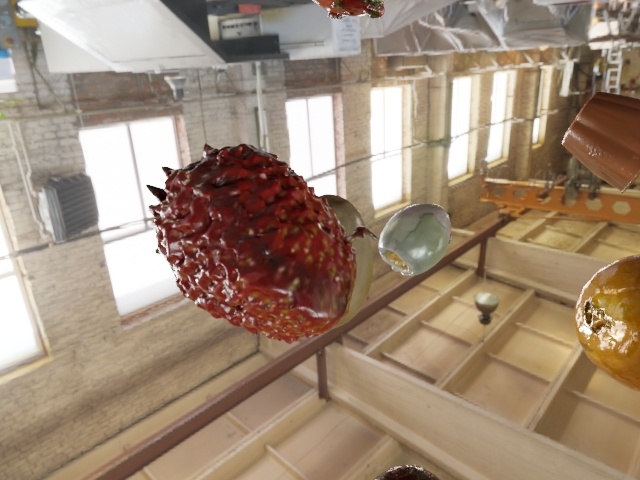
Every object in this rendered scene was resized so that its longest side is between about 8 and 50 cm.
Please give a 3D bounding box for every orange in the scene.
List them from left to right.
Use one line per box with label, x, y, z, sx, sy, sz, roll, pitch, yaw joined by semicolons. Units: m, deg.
orange;0.738;0.184;1.071;0.312;0.312;0.312;-3;-160;1

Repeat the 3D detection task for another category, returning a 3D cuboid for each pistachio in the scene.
pistachio;0.012;0.040;0.959;0.212;0.261;0.163;30;169;-14

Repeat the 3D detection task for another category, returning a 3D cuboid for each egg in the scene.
egg;0.278;-0.014;1.361;0.217;0.183;0.183;-48;-142;-17

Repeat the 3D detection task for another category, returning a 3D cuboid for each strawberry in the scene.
strawberry;-0.072;0.003;0.720;0.343;0.292;0.292;23;-149;29

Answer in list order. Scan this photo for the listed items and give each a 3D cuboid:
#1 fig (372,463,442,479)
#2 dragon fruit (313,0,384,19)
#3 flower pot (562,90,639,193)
fig;0.139;0.486;0.774;0.160;0.231;0.143;11;-168;21
dragon fruit;0.021;-0.551;0.933;0.269;0.198;0.200;28;-163;-44
flower pot;0.641;-0.227;1.037;0.173;0.191;0.190;39;-141;23
